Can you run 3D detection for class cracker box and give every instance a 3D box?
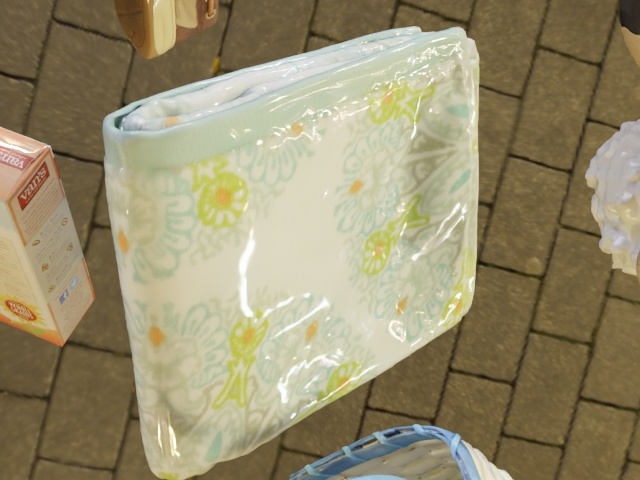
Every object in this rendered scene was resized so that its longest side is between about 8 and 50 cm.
[{"bbox_3d":[-0.294,-0.013,0.755,0.156,0.232,0.067,21,57,10],"label":"cracker box"}]

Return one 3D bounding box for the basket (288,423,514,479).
[{"bbox_3d":[0.033,0.249,0.651,0.255,0.201,0.289,-35,137,31],"label":"basket"}]

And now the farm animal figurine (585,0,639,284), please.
[{"bbox_3d":[0.193,-0.029,0.264,0.172,0.326,0.330,-7,134,-15],"label":"farm animal figurine"}]

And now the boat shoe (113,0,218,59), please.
[{"bbox_3d":[-0.128,-0.324,0.825,0.123,0.342,0.123,-22,60,-25],"label":"boat shoe"}]

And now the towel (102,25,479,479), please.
[{"bbox_3d":[0.000,0.000,0.751,0.374,0.090,0.320,-24,124,-35],"label":"towel"}]
